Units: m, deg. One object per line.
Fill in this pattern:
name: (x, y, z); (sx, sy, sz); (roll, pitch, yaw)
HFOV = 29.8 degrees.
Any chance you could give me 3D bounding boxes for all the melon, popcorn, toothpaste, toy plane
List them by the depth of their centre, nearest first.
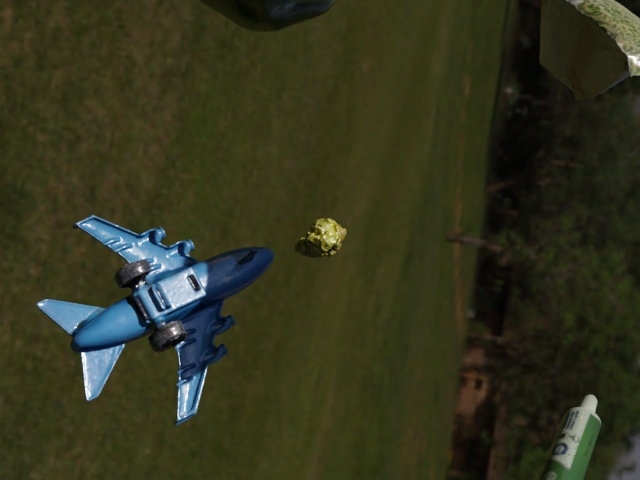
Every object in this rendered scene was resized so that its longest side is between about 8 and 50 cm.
melon: (0.247, -0.186, 1.110); (0.093, 0.139, 0.202); (-45, -179, 14)
toy plane: (-0.167, 0.065, 1.345); (0.254, 0.271, 0.105); (60, -18, 8)
toothpaste: (0.371, 0.385, 1.873); (0.061, 0.099, 0.392); (56, 44, -24)
popcorn: (0.001, 0.001, 1.906); (0.059, 0.083, 0.068); (53, 12, -18)

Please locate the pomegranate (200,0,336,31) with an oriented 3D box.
pomegranate: (-0.055, -0.293, 1.196); (0.225, 0.187, 0.186); (149, -49, -84)
